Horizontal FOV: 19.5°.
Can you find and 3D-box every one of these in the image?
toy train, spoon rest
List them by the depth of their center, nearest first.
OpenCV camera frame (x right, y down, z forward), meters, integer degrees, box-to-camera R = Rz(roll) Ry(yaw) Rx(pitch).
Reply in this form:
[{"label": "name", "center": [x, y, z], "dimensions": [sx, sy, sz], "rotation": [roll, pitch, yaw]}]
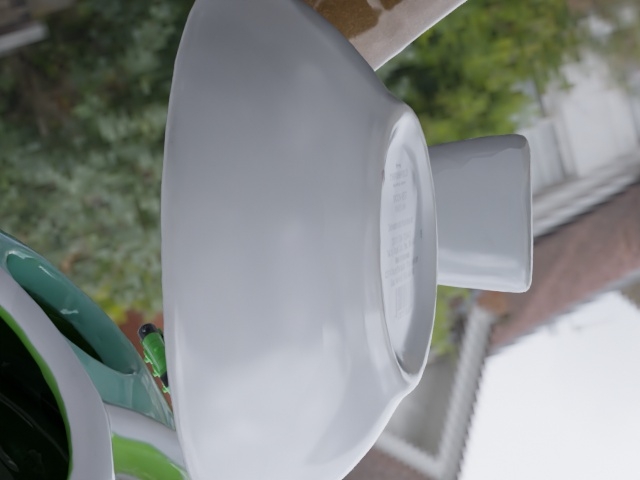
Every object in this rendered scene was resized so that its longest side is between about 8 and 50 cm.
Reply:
[{"label": "spoon rest", "center": [0.000, 0.000, 0.529], "dimensions": [0.084, 0.137, 0.276], "rotation": [-1, -178, 16]}, {"label": "toy train", "center": [-0.067, 0.066, 0.878], "dimensions": [0.017, 0.023, 0.083], "rotation": [-35, -138, -4]}]

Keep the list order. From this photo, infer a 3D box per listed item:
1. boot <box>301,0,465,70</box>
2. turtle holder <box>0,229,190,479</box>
[{"label": "boot", "center": [0.076, -0.152, 0.794], "dimensions": [0.305, 0.112, 0.115], "rotation": [-45, -127, 0]}, {"label": "turtle holder", "center": [-0.140, 0.128, 0.604], "dimensions": [0.243, 0.320, 0.227], "rotation": [-10, 155, -23]}]
